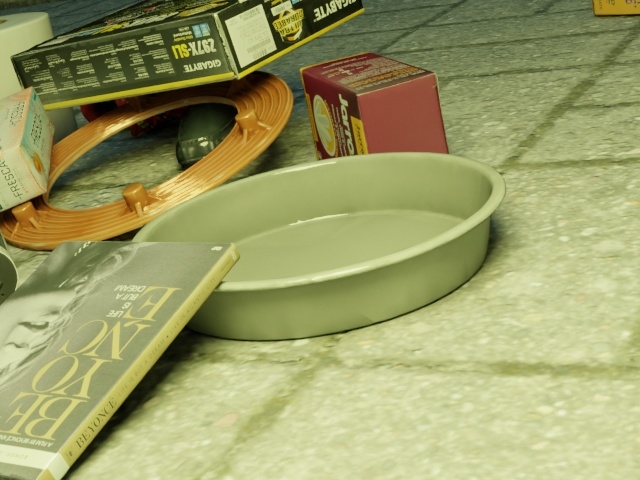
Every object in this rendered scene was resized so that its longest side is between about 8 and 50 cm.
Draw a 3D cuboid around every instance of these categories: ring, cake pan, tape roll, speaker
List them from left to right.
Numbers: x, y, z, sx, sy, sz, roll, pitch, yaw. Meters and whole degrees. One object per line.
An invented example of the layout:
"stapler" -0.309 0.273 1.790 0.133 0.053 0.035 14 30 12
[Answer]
"tape roll" -0.474 -0.207 1.618 0.246 0.169 0.246 -10 18 3
"speaker" -0.300 0.017 1.032 0.055 0.055 0.136 -16 19 -15
"ring" -0.188 -0.099 1.218 0.336 0.032 0.336 -19 28 10
"cake pan" 0.000 0.000 0.907 0.293 0.054 0.293 -10 18 3

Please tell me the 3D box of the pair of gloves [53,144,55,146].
"pair of gloves" -0.352 -0.111 1.510 0.074 0.010 0.083 -4 19 22

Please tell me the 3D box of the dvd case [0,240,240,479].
"dvd case" -0.173 0.071 0.764 0.164 0.018 0.221 1 38 34

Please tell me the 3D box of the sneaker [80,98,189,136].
"sneaker" -0.204 -0.182 1.542 0.279 0.107 0.118 0 39 39

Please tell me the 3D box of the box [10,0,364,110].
"box" -0.150 -0.237 1.340 0.322 0.079 0.257 -3 24 36

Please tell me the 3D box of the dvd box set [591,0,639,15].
"dvd box set" 0.640 -0.379 1.644 0.307 0.062 0.420 -25 22 -35

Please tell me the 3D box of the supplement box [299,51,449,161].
"supplement box" 0.051 -0.116 1.142 0.080 0.104 0.188 -16 19 -13

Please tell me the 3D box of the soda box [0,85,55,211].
"soda box" -0.320 -0.097 1.221 0.063 0.058 0.183 -23 27 2

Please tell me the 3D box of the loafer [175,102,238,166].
"loafer" -0.130 -0.140 1.357 0.076 0.078 0.223 -9 18 7
